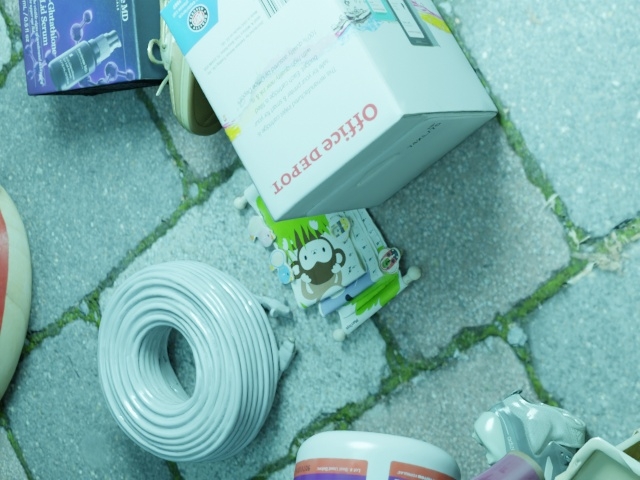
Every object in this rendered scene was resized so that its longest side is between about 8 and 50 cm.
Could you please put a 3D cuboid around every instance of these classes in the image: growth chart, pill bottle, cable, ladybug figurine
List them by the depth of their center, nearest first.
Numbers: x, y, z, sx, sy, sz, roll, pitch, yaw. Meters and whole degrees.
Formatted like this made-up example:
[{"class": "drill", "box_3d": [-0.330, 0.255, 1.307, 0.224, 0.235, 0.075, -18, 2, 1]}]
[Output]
[{"class": "pill bottle", "box_3d": [0.044, 0.373, 1.414, 0.181, 0.181, 0.323, -7, 65, 37]}, {"class": "growth chart", "box_3d": [0.000, 0.000, 1.566, 0.172, 0.021, 0.237, -48, 68, 32]}, {"class": "cable", "box_3d": [-0.167, 0.153, 1.665, 0.257, 0.089, 0.257, 29, 112, 30]}, {"class": "ladybug figurine", "box_3d": [-0.560, 0.099, 1.903, 0.305, 0.162, 0.449, 36, 116, 28]}]

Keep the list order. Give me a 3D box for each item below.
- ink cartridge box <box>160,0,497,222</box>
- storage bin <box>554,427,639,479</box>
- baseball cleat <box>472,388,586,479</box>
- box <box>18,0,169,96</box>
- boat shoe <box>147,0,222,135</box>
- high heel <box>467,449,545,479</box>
[{"class": "ink cartridge box", "box_3d": [0.009, -0.187, 1.422, 0.198, 0.197, 0.270, -38, 74, 33]}, {"class": "storage bin", "box_3d": [0.367, 0.245, 1.176, 0.260, 0.262, 0.123, 33, 117, 29]}, {"class": "baseball cleat", "box_3d": [0.248, 0.247, 1.383, 0.109, 0.072, 0.206, -40, 86, 11]}, {"class": "box", "box_3d": [-0.265, -0.263, 1.671, 0.207, 0.108, 0.153, -4, 93, 37]}, {"class": "boat shoe", "box_3d": [-0.146, -0.265, 1.591, 0.089, 0.104, 0.285, 4, 88, 34]}, {"class": "high heel", "box_3d": [0.156, 0.400, 1.356, 0.127, 0.181, 0.377, 16, 125, 48]}]
